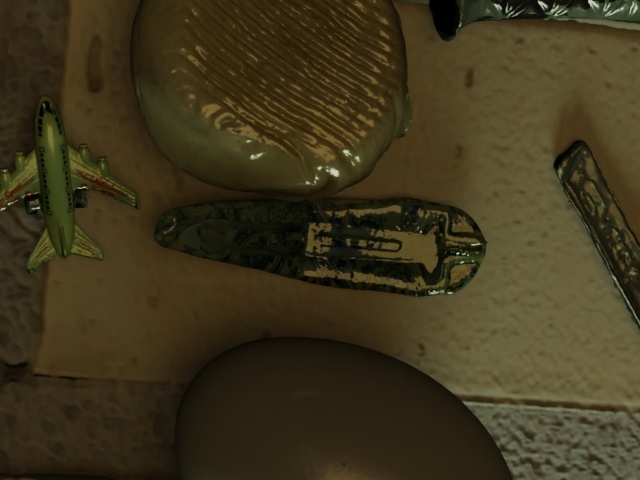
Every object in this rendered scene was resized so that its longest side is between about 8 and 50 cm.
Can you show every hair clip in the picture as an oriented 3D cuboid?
[{"bbox_3d":[0.000,0.000,1.143,0.229,0.036,0.066,4,101,-20],"label":"hair clip"}]

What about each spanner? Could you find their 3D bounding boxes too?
[{"bbox_3d":[0.248,0.075,1.217,0.093,0.026,0.325,-31,102,-9],"label":"spanner"}]

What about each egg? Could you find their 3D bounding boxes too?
[{"bbox_3d":[0.013,0.154,1.094,0.232,0.176,0.176,31,89,-8],"label":"egg"}]

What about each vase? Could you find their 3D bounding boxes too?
[{"bbox_3d":[0.159,-0.164,1.149,0.167,0.059,0.059,-5,98,-12],"label":"vase"}]

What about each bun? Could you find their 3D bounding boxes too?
[{"bbox_3d":[-0.032,-0.099,1.083,0.167,0.113,0.173,-22,78,-15],"label":"bun"}]

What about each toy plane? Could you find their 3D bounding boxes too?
[{"bbox_3d":[-0.167,-0.037,1.096,0.102,0.040,0.111,-8,98,-14],"label":"toy plane"}]
